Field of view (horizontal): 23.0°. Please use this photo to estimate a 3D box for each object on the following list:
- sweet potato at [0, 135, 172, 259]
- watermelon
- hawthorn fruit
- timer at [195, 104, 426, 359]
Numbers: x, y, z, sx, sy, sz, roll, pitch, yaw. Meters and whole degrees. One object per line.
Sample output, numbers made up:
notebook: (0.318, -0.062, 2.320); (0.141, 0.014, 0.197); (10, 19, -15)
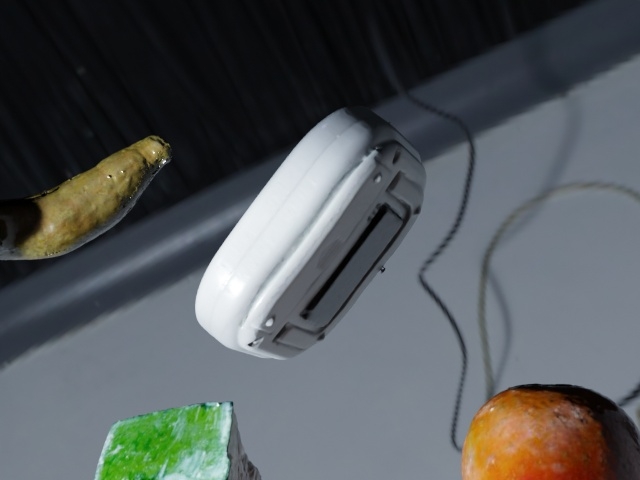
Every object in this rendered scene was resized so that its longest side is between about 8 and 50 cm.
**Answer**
sweet potato: (-0.306, -0.040, 1.916); (0.286, 0.112, 0.085); (-24, 57, -12)
watermelon: (-0.139, 0.301, 1.401); (0.151, 0.302, 0.264); (4, 66, 8)
hawthorn fruit: (0.203, 0.206, 1.359); (0.173, 0.173, 0.173); (-10, 51, 13)
timer: (0.000, 0.000, 1.506); (0.087, 0.237, 0.262); (38, 93, 20)
